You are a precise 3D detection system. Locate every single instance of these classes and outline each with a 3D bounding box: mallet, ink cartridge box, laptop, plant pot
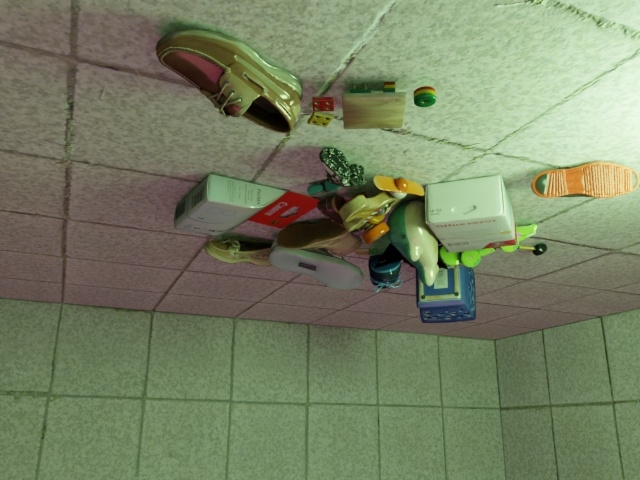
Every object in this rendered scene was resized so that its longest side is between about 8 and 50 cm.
[{"bbox_3d":[0.760,0.029,2.278,0.189,0.039,0.062,4,164,5],"label":"mallet"},{"bbox_3d":[0.463,-0.072,1.818,0.226,0.131,0.306,-6,159,22],"label":"ink cartridge box"},{"bbox_3d":[-0.228,-0.080,1.880,0.384,0.091,0.308,12,159,-28],"label":"ink cartridge box"},{"bbox_3d":[0.365,0.033,2.130,0.264,0.137,0.234,14,158,-35],"label":"laptop"},{"bbox_3d":[0.518,0.203,2.511,0.235,0.236,0.212,-6,154,21],"label":"plant pot"}]

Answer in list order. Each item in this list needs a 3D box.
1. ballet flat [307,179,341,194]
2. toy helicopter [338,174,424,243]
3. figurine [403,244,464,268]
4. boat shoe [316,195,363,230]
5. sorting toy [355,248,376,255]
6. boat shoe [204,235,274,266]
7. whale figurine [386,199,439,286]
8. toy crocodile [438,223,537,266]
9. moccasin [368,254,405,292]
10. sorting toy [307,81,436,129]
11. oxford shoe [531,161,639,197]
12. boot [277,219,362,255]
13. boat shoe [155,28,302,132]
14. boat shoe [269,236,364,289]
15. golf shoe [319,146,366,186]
[{"bbox_3d":[0.017,-0.157,1.733,0.114,0.041,0.041,-9,159,28],"label":"ballet flat"},{"bbox_3d":[0.152,-0.099,1.663,0.235,0.140,0.355,-35,171,20],"label":"toy helicopter"},{"bbox_3d":[0.458,0.067,2.295,0.214,0.093,0.209,-1,175,-40],"label":"figurine"},{"bbox_3d":[0.066,-0.084,1.892,0.073,0.073,0.207,-12,151,31],"label":"boat shoe"},{"bbox_3d":[0.180,0.046,2.370,0.083,0.012,0.062,0,157,13],"label":"sorting toy"},{"bbox_3d":[-0.292,0.027,2.223,0.285,0.105,0.089,8,123,-35],"label":"boat shoe"},{"bbox_3d":[0.292,0.010,1.880,0.141,0.272,0.216,-8,-156,27],"label":"whale figurine"},{"bbox_3d":[0.577,0.010,2.063,0.340,0.105,0.115,-24,178,16],"label":"toy crocodile"},{"bbox_3d":[0.252,0.128,2.279,0.137,0.117,0.342,-4,-174,5],"label":"moccasin"},{"bbox_3d":[0.105,-0.292,1.291,0.274,0.046,0.132,-1,162,4],"label":"sorting toy"},{"bbox_3d":[0.717,-0.162,1.635,0.271,0.097,0.098,1,-178,13],"label":"oxford shoe"},{"bbox_3d":[0.000,0.000,2.113,0.261,0.095,0.203,-13,159,20],"label":"boot"},{"bbox_3d":[-0.163,-0.301,1.161,0.324,0.117,0.123,15,157,-37],"label":"boat shoe"},{"bbox_3d":[-0.009,0.065,2.240,0.366,0.157,0.136,16,131,-9],"label":"boat shoe"},{"bbox_3d":[0.039,-0.182,1.583,0.093,0.077,0.198,-11,158,31],"label":"golf shoe"}]
